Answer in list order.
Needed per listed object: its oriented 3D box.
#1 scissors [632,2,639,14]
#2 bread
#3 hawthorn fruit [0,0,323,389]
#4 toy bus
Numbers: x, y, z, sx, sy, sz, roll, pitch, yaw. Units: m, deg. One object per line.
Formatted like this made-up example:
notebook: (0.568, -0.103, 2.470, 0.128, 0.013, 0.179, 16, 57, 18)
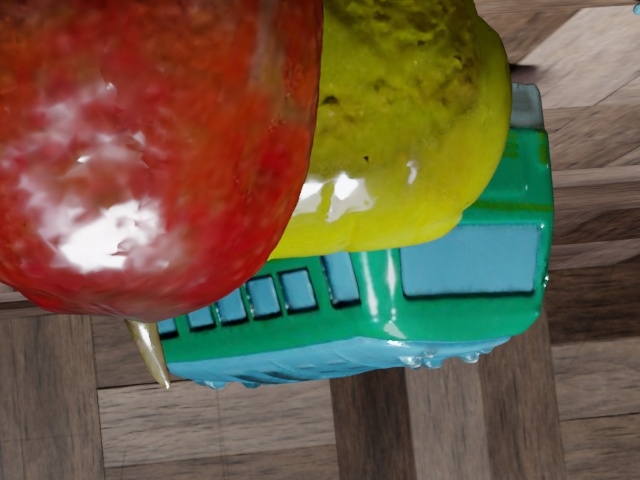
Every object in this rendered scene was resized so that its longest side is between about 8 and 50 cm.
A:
scissors: (0.204, -0.144, 1.112, 0.058, 0.014, 0.119, -12, 175, 12)
bread: (-0.101, -0.063, 0.873, 0.383, 0.166, 0.112, -5, -167, -7)
hawthorn fruit: (-0.086, -0.061, 0.729, 0.189, 0.251, 0.189, -1, -160, 0)
toy bus: (0.000, 0.000, 1.391, 0.183, 0.199, 0.343, -2, 174, -39)
